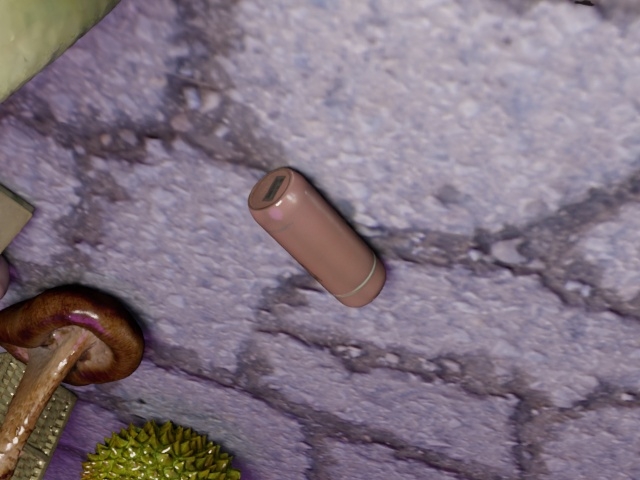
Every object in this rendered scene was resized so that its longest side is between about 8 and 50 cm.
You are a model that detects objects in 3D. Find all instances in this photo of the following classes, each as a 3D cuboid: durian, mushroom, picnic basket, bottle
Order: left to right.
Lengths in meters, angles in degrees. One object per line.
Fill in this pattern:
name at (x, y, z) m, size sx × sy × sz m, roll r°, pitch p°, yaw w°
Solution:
picnic basket at (-0.452, 0.272, 1.222) m, size 0.154 × 0.196 × 0.134 m, roll -12°, pitch 137°, yaw 38°
mushroom at (-0.299, 0.166, 0.977) m, size 0.148 × 0.218 × 0.227 m, roll 35°, pitch 143°, yaw -24°
durian at (-0.206, 0.338, 1.210) m, size 0.237 × 0.176 × 0.200 m, roll 36°, pitch -171°, yaw -47°
bottle at (0.000, 0.000, 0.750) m, size 0.053 × 0.053 × 0.140 m, roll -13°, pitch 137°, yaw 37°

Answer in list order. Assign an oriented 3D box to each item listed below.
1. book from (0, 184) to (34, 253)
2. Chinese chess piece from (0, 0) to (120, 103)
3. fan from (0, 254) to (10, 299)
book at (-0.432, -0.029, 0.801) m, size 0.282 × 0.215 × 0.025 m, roll 42°, pitch -178°, yaw -29°
Chinese chess piece at (-0.257, -0.099, 0.452) m, size 0.349 × 0.349 × 0.146 m, roll -12°, pitch 123°, yaw 37°
fan at (-0.431, 0.008, 0.909) m, size 0.244 × 0.130 × 0.074 m, roll 24°, pitch 115°, yaw -30°
